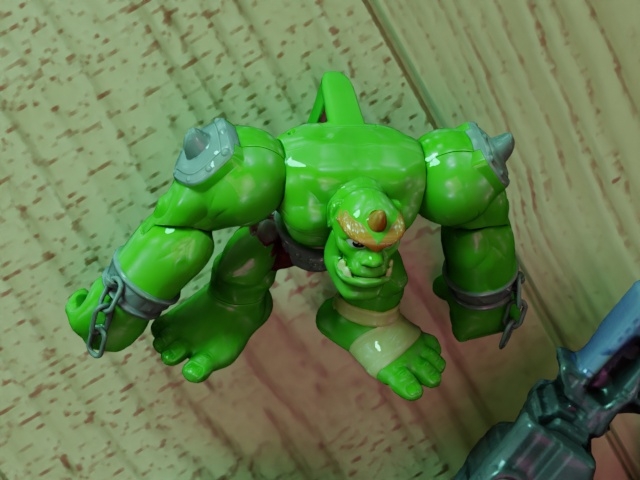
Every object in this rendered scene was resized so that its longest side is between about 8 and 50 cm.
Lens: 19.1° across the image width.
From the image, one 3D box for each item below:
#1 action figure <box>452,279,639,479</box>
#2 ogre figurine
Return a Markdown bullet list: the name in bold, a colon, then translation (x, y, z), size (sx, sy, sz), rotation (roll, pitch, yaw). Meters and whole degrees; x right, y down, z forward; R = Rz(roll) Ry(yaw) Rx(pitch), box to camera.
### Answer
- **action figure**: translation (0.091, 0.200, 0.831), size (0.330, 0.178, 0.341), rotation (29, 110, 1)
- **ogre figurine**: translation (0.000, 0.000, 0.796), size (0.197, 0.097, 0.118), rotation (12, 130, -3)
